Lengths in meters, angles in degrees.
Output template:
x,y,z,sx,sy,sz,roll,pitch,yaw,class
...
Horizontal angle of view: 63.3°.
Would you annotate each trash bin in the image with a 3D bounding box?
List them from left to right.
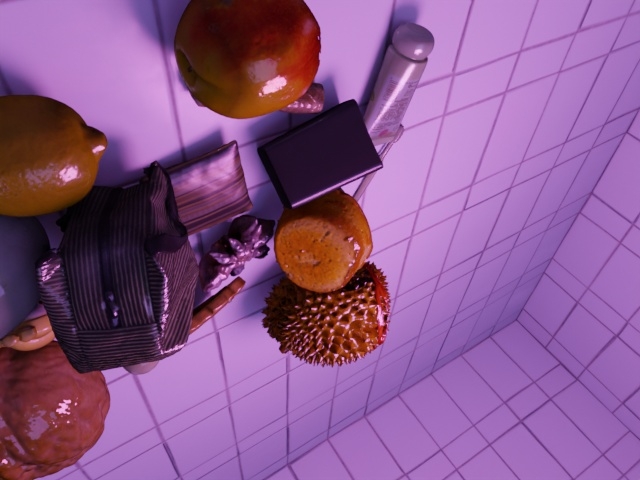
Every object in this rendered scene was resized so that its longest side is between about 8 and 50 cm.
x,y,z,sx,sy,sz,roll,pitch,yaw,class
-0.003,-0.186,1.146,0.225,0.115,0.165,-28,105,-12,trash bin

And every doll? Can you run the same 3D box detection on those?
x,y,z,sx,sy,sz,roll,pitch,yaw,class
-0.515,0.149,1.031,0.117,0.086,0.291,-20,-177,22,doll

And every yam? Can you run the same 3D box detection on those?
x,y,z,sx,sy,sz,roll,pitch,yaw,class
-0.116,-0.286,1.015,0.299,0.066,0.066,-7,135,-39,yam

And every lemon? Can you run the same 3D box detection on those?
x,y,z,sx,sy,sz,roll,pitch,yaw,class
-0.445,-0.123,0.770,0.248,0.184,0.184,-11,139,-18,lemon

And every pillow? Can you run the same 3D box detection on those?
x,y,z,sx,sy,sz,roll,pitch,yaw,class
-0.254,-0.097,1.107,0.208,0.052,0.212,-26,144,-14,pillow

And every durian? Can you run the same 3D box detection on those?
x,y,z,sx,sy,sz,roll,pitch,yaw,class
0.031,0.193,1.493,0.384,0.347,0.348,-40,148,-19,durian

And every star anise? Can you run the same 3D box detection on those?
x,y,z,sx,sy,sz,roll,pitch,yaw,class
-0.204,0.029,1.248,0.236,0.093,0.229,-41,166,-26,star anise

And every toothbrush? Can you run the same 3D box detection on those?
x,y,z,sx,sy,sz,roll,pitch,yaw,class
0.145,-0.190,1.420,0.294,0.026,0.028,-57,159,23,toothbrush

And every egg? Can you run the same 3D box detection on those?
x,y,z,sx,sy,sz,roll,pitch,yaw,class
-0.566,0.065,0.845,0.283,0.203,0.203,-52,147,0,egg

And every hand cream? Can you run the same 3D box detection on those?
x,y,z,sx,sy,sz,roll,pitch,yaw,class
0.172,-0.344,1.208,0.147,0.093,0.306,-20,144,-36,hand cream

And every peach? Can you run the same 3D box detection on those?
x,y,z,sx,sy,sz,roll,pitch,yaw,class
-0.115,-0.310,0.838,0.230,0.231,0.231,-26,145,-21,peach

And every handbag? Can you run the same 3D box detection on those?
x,y,z,sx,sy,sz,roll,pitch,yaw,class
-0.348,0.032,0.907,0.247,0.341,0.240,-9,133,-7,handbag

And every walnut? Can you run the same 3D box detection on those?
x,y,z,sx,sy,sz,roll,pitch,yaw,class
-0.600,0.331,1.044,0.306,0.306,0.344,-29,149,-17,walnut

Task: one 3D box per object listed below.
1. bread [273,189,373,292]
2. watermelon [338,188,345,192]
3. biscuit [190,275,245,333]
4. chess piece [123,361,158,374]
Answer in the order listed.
x,y,z,sx,sy,sz,roll,pitch,yaw,class
0.000,0.000,1.263,0.146,0.268,0.269,-66,178,-54,bread
0.018,-0.100,1.336,0.108,0.109,0.109,-26,145,-21,watermelon
-0.286,0.177,1.301,0.212,0.041,0.238,-45,-172,-31,biscuit
-0.424,0.227,1.256,0.144,0.144,0.251,-12,144,-37,chess piece
